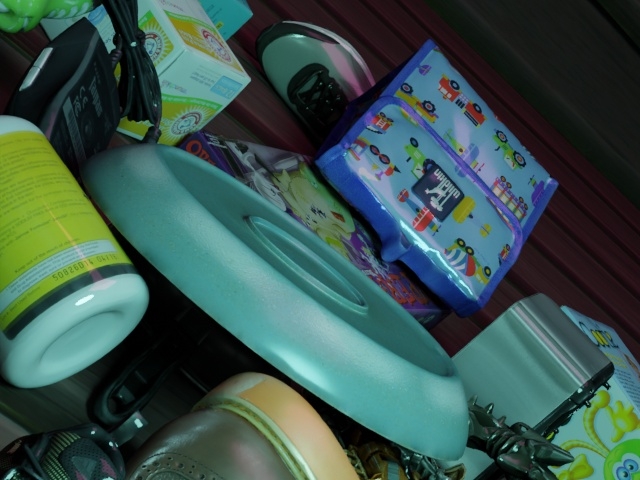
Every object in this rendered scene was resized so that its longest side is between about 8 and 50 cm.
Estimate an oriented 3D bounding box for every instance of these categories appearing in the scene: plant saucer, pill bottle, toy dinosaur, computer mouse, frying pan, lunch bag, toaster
[{"bbox_3d":[-0.019,0.029,1.124,0.317,0.044,0.317,38,8,-6],"label":"plant saucer"},{"bbox_3d":[-0.192,-0.009,1.027,0.184,0.103,0.103,54,16,16],"label":"pill bottle"},{"bbox_3d":[0.049,0.152,1.237,0.218,0.164,0.322,28,43,-13],"label":"toy dinosaur"},{"bbox_3d":[-0.183,-0.080,1.275,0.184,0.060,0.262,80,17,-45],"label":"computer mouse"},{"bbox_3d":[-0.112,0.046,1.226,0.197,0.053,0.326,53,13,19],"label":"frying pan"},{"bbox_3d":[0.105,-0.049,1.775,0.221,0.138,0.293,48,30,-7],"label":"lunch bag"},{"bbox_3d":[0.163,0.143,1.510,0.110,0.168,0.185,49,14,10],"label":"toaster"}]

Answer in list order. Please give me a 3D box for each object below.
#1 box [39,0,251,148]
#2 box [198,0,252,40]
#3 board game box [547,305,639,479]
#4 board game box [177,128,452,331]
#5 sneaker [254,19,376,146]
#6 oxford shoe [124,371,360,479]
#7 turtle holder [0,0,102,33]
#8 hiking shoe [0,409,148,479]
[{"bbox_3d":[-0.171,-0.193,1.514,0.203,0.103,0.114,57,18,26],"label":"box"},{"bbox_3d":[-0.183,-0.263,1.657,0.244,0.100,0.060,32,23,-45],"label":"box"},{"bbox_3d":[0.292,0.224,1.700,0.144,0.142,0.275,23,30,-56],"label":"board game box"},{"bbox_3d":[0.000,0.000,1.632,0.208,0.056,0.347,57,17,14],"label":"board game box"},{"bbox_3d":[0.029,-0.146,1.961,0.271,0.100,0.108,47,21,-7],"label":"sneaker"},{"bbox_3d":[0.003,0.260,0.958,0.132,0.130,0.364,-32,87,-41],"label":"oxford shoe"},{"bbox_3d":[-0.276,-0.311,1.364,0.227,0.243,0.320,5,84,-47],"label":"turtle holder"},{"bbox_3d":[-0.149,0.134,0.779,0.086,0.114,0.227,46,16,-6],"label":"hiking shoe"}]
